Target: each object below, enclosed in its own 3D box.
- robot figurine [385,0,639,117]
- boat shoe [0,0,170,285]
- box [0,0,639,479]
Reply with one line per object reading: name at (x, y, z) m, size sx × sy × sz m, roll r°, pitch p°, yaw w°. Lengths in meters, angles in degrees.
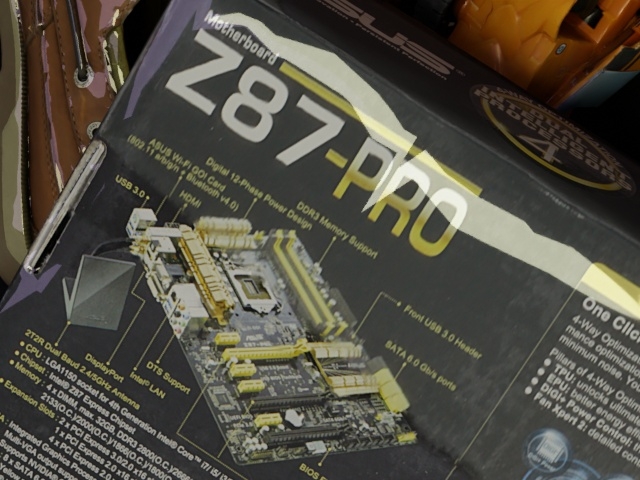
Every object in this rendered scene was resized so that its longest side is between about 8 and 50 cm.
robot figurine at (0.097, -0.175, 0.741) m, size 0.211 × 0.085 × 0.291 m, roll 45°, pitch 115°, yaw 26°
boat shoe at (-0.090, -0.124, 0.869) m, size 0.104 × 0.110 × 0.307 m, roll 2°, pitch 101°, yaw 31°
box at (0.054, 0.129, 0.673) m, size 0.395 × 0.097 × 0.318 m, roll 32°, pitch 112°, yaw 3°
